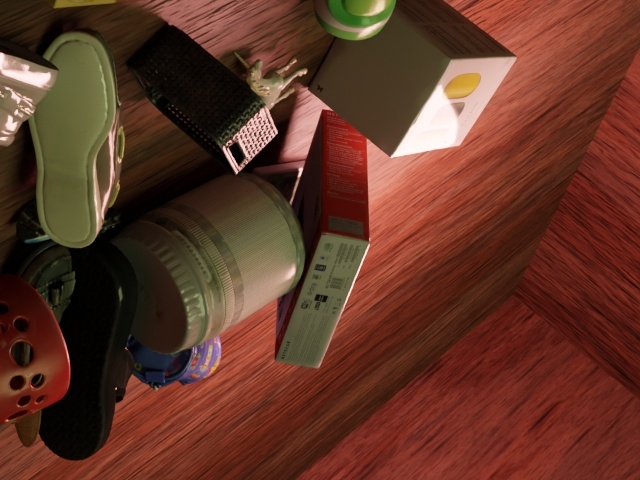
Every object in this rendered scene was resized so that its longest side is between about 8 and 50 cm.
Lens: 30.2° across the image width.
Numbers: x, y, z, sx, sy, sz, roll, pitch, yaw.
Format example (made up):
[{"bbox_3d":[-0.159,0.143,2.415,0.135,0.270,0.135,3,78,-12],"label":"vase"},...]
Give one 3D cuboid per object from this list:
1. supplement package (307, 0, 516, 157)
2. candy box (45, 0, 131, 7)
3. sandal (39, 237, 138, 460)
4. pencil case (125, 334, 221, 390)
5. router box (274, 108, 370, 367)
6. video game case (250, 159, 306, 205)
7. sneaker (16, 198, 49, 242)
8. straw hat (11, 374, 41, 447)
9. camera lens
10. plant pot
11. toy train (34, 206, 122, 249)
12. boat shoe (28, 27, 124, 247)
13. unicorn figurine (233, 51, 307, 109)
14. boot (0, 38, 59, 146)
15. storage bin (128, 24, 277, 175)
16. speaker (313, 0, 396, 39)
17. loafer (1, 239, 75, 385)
[{"bbox_3d":[0.159,-0.284,2.013,0.262,0.198,0.199,-15,142,-57],"label":"supplement package"},{"bbox_3d":[-0.232,-0.326,1.341,0.186,0.053,0.109,-19,144,-52],"label":"candy box"},{"bbox_3d":[-0.347,0.181,1.850,0.107,0.167,0.446,-25,149,-46],"label":"sandal"},{"bbox_3d":[-0.250,0.190,2.040,0.306,0.119,0.133,50,52,-83],"label":"pencil case"},{"bbox_3d":[0.000,0.000,2.036,0.301,0.082,0.335,-90,-166,-44],"label":"router box"},{"bbox_3d":[-0.097,-0.058,2.146,0.212,0.023,0.193,-15,141,-57],"label":"video game case"},{"bbox_3d":[-0.346,-0.029,1.628,0.162,0.063,0.073,-30,156,-41],"label":"sneaker"},{"bbox_3d":[-0.475,0.244,1.806,0.061,0.144,0.144,2,131,-33],"label":"straw hat"},{"bbox_3d":[-0.175,0.030,1.855,0.274,0.219,0.219,-31,153,-41],"label":"camera lens"},{"bbox_3d":[-0.451,0.160,1.567,0.174,0.191,0.191,-27,151,-40],"label":"plant pot"},{"bbox_3d":[-0.346,-0.014,1.704,0.158,0.027,0.036,-24,152,-47],"label":"toy train"},{"bbox_3d":[-0.299,-0.136,1.482,0.091,0.109,0.305,-69,172,-54],"label":"boat shoe"},{"bbox_3d":[-0.077,-0.238,1.807,0.111,0.060,0.162,-38,157,-30],"label":"unicorn figurine"},{"bbox_3d":[-0.382,-0.160,1.262,0.123,0.095,0.258,-59,160,7],"label":"boot"},{"bbox_3d":[-0.154,-0.185,1.570,0.084,0.180,0.122,-47,160,-9],"label":"storage bin"},{"bbox_3d":[0.063,-0.425,1.670,0.131,0.131,0.296,-37,157,-30],"label":"speaker"},{"bbox_3d":[-0.396,0.107,1.698,0.096,0.084,0.267,-24,156,-43],"label":"loafer"}]
